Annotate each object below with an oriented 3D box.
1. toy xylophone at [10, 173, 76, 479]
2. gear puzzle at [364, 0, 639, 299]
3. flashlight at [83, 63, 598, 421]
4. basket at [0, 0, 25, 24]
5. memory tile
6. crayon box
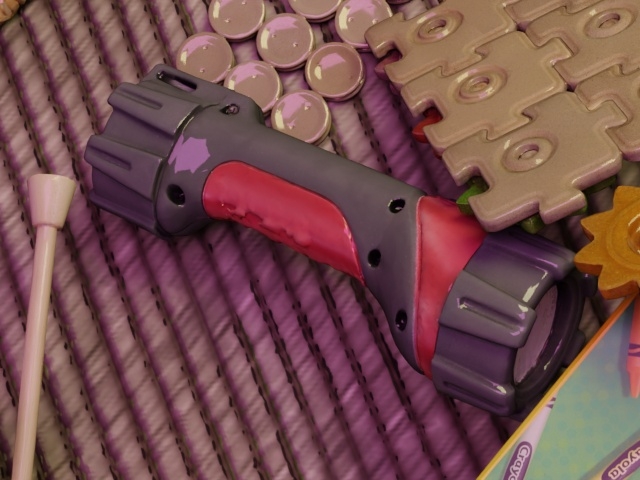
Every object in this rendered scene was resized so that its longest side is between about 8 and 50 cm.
[{"bbox_3d":[-0.261,0.062,0.993,0.236,0.081,0.323,6,77,10],"label":"toy xylophone"},{"bbox_3d":[0.145,-0.065,0.896,0.175,0.044,0.339,-26,34,1],"label":"gear puzzle"},{"bbox_3d":[0.000,0.000,0.941,0.304,0.103,0.103,22,123,27],"label":"flashlight"},{"bbox_3d":[-0.184,-0.263,0.956,0.213,0.299,0.223,-9,72,4],"label":"basket"},{"bbox_3d":[-0.012,-0.138,1.047,0.113,0.012,0.148,31,81,14],"label":"memory tile"},{"bbox_3d":[0.137,0.130,0.877,0.081,0.165,0.278,39,84,14],"label":"crayon box"}]
